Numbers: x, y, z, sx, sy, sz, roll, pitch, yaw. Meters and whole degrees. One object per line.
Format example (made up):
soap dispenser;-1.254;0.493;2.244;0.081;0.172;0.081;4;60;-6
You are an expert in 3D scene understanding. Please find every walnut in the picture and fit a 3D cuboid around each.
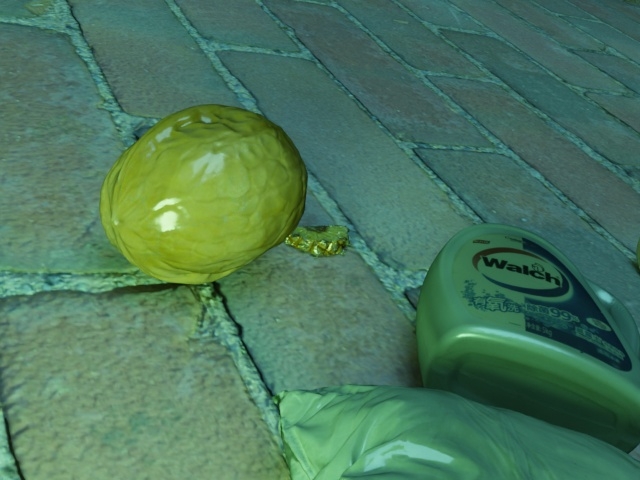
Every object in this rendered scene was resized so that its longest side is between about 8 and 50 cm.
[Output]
walnut;-0.103;-0.042;0.794;0.159;0.159;0.206;35;40;28

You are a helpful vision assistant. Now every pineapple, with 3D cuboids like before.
pineapple;0.000;0.000;0.918;0.083;0.019;0.045;0;28;-29

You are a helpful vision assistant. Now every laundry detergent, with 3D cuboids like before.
laundry detergent;0.199;0.069;0.824;0.215;0.105;0.280;19;27;3

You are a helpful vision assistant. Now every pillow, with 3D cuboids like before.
pillow;0.111;0.192;0.526;0.310;0.138;0.283;18;20;-5

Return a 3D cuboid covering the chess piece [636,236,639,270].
chess piece;0.490;0.029;1.090;0.170;0.094;0.094;16;28;-20
